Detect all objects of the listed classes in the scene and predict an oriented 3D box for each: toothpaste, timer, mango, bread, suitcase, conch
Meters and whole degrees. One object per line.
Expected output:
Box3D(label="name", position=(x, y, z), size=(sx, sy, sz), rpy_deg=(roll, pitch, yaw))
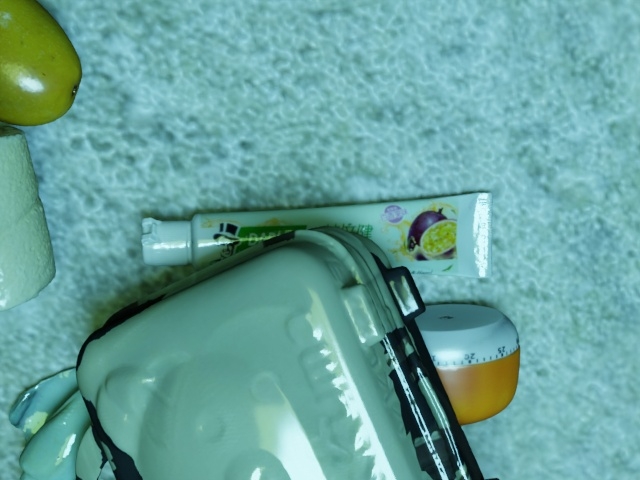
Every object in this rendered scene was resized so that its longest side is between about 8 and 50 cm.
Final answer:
Box3D(label="toothpaste", position=(0.000, 0.000, 0.880), size=(0.314, 0.056, 0.058), rpy_deg=(-2, 141, -5))
Box3D(label="timer", position=(0.113, 0.124, 0.883), size=(0.136, 0.099, 0.136), rpy_deg=(3, 111, 9))
Box3D(label="mango", position=(-0.280, -0.170, 0.818), size=(0.184, 0.085, 0.102), rpy_deg=(38, 81, 0))
Box3D(label="bread", position=(-0.306, -0.015, 0.821), size=(0.148, 0.134, 0.141), rpy_deg=(-5, 105, 10))
Box3D(label="suitcase", position=(-0.050, 0.195, 0.803), size=(0.339, 0.194, 0.351), rpy_deg=(-24, 87, 24))
Box3D(label="conch", position=(-0.241, 0.182, 0.903), size=(0.065, 0.088, 0.180), rpy_deg=(28, 93, -50))
